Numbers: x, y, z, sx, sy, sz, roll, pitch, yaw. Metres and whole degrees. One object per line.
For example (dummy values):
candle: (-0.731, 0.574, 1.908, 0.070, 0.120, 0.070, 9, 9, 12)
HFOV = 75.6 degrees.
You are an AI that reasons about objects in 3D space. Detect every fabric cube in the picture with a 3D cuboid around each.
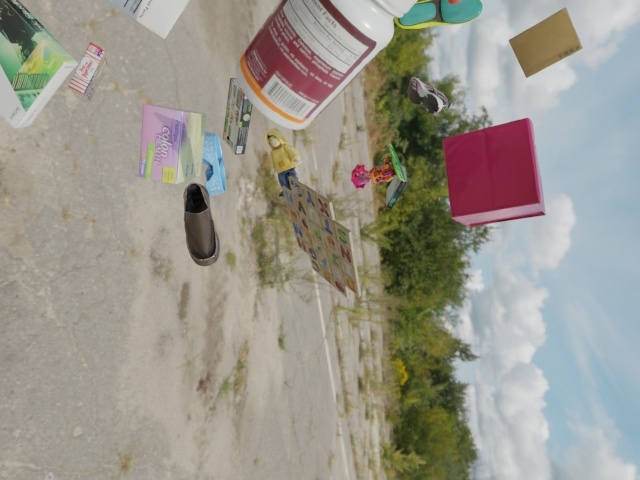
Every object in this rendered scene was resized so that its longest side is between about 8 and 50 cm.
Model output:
fabric cube: (0.561, -0.201, 1.325, 0.254, 0.259, 0.258, 11, 72, -58)

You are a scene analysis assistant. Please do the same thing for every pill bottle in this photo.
pill bottle: (0.010, -0.445, 0.881, 0.224, 0.392, 0.224, 28, 43, -30)

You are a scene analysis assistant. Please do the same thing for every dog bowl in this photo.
dog bowl: (-0.475, -0.338, 1.829, 0.166, 0.074, 0.297, -100, -174, -61)

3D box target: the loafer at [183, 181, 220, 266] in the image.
loafer: (-0.501, -0.073, 1.673, 0.130, 0.134, 0.365, 109, -34, -74)

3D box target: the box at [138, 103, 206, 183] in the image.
box: (-0.461, -0.307, 1.307, 0.243, 0.117, 0.213, -88, -172, -74)

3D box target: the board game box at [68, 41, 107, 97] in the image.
board game box: (-0.712, -0.511, 1.277, 0.146, 0.045, 0.193, -65, -155, -3)

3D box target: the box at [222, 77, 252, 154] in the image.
box: (-0.262, -0.389, 1.300, 0.114, 0.036, 0.207, 51, -43, 38)

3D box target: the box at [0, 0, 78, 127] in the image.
box: (-0.759, -0.459, 0.951, 0.322, 0.232, 0.058, 47, 21, -14)

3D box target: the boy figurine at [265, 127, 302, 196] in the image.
boy figurine: (-0.152, -0.334, 1.738, 0.092, 0.177, 0.285, -28, 108, -50)

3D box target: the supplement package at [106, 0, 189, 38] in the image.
supplement package: (-0.597, -0.839, 1.323, 0.293, 0.175, 0.177, 22, 35, -45)

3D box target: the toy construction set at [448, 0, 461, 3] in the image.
toy construction set: (0.236, -0.352, 0.419, 0.215, 0.328, 0.151, -172, -99, -70)

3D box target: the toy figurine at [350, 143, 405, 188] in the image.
toy figurine: (0.172, -0.209, 1.307, 0.130, 0.159, 0.173, 61, 19, -21)

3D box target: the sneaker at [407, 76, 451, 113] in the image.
sneaker: (0.348, -0.461, 1.322, 0.178, 0.077, 0.072, 62, -29, 34)

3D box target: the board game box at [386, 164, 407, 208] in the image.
board game box: (0.302, -0.216, 1.648, 0.186, 0.026, 0.126, -74, -171, -61)

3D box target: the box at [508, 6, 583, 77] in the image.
box: (0.836, -0.731, 1.536, 0.164, 0.201, 0.021, 53, 39, -18)

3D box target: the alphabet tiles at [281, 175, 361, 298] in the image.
alphabet tiles: (0.000, 0.000, 1.097, 0.285, 0.011, 0.342, 37, -29, 41)

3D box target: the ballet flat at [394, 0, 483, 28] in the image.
ballet flat: (0.312, -0.615, 1.113, 0.077, 0.231, 0.077, -91, 174, -70)
